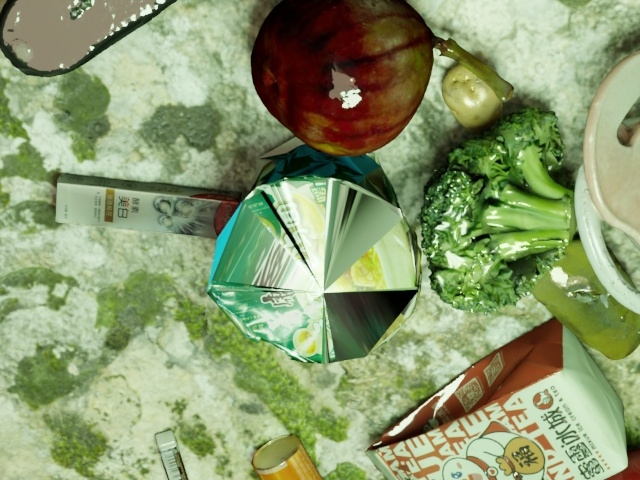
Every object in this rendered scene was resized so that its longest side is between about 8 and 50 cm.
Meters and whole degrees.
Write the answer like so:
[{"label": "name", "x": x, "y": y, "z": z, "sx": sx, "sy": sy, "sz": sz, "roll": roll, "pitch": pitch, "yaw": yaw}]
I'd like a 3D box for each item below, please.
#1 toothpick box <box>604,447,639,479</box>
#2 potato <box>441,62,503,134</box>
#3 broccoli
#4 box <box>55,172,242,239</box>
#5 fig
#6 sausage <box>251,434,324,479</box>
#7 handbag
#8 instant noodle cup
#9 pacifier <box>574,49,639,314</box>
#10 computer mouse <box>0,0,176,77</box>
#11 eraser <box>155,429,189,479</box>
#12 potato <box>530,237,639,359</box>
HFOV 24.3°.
[{"label": "toothpick box", "x": 0.508, "y": 0.312, "z": 1.743, "sx": 0.333, "sy": 0.204, "sz": 0.204, "roll": -20, "pitch": 114, "yaw": 27}, {"label": "potato", "x": 0.175, "y": -0.161, "z": 1.686, "sx": 0.068, "sy": 0.062, "sz": 0.083, "roll": -7, "pitch": 138, "yaw": 23}, {"label": "broccoli", "x": 0.201, "y": -0.028, "z": 1.655, "sx": 0.176, "sy": 0.226, "sz": 0.198, "roll": -18, "pitch": 122, "yaw": 20}, {"label": "box", "x": -0.202, "y": -0.039, "z": 1.756, "sx": 0.218, "sy": 0.039, "sz": 0.055, "roll": 5, "pitch": 113, "yaw": -2}, {"label": "fig", "x": 0.055, "y": -0.204, "z": 1.610, "sx": 0.249, "sy": 0.204, "sz": 0.186, "roll": -25, "pitch": 115, "yaw": -20}, {"label": "sausage", "x": -0.005, "y": 0.361, "z": 1.918, "sx": 0.071, "sy": 0.071, "sz": 0.234, "roll": -24, "pitch": 111, "yaw": 12}, {"label": "handbag", "x": 0.213, "y": 0.242, "z": 1.826, "sx": 0.298, "sy": 0.151, "sz": 0.171, "roll": -30, "pitch": 107, "yaw": 21}, {"label": "instant noodle cup", "x": 0.000, "y": 0.000, "z": 1.693, "sx": 0.240, "sy": 0.178, "sz": 0.240, "roll": 1, "pitch": 114, "yaw": 1}, {"label": "pacifier", "x": 0.420, "y": -0.061, "z": 1.639, "sx": 0.273, "sy": 0.220, "sz": 0.332, "roll": -29, "pitch": 115, "yaw": 25}, {"label": "computer mouse", "x": -0.255, "y": -0.265, "z": 1.635, "sx": 0.217, "sy": 0.073, "sz": 0.122, "roll": -33, "pitch": 112, "yaw": 8}, {"label": "eraser", "x": -0.189, "y": 0.291, "z": 1.918, "sx": 0.027, "sy": 0.019, "sz": 0.099, "roll": -18, "pitch": 114, "yaw": -6}, {"label": "potato", "x": 0.322, "y": 0.069, "z": 1.771, "sx": 0.105, "sy": 0.085, "sz": 0.188, "roll": -33, "pitch": 114, "yaw": 17}]
